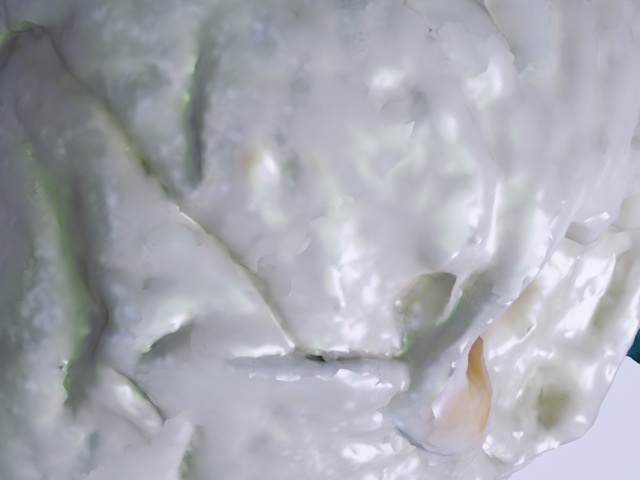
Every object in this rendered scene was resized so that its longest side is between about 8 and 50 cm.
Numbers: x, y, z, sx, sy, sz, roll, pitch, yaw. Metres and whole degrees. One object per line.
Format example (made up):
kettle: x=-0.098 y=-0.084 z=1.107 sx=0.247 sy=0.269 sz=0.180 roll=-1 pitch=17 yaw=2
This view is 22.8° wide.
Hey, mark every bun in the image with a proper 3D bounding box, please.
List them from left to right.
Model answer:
bun: x=0.000 y=0.000 z=0.631 sx=0.352 sy=0.227 sz=0.349 roll=-32 pitch=142 yaw=-18

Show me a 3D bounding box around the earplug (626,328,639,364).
earplug: x=0.271 y=-0.006 z=0.993 sx=0.280 sy=0.164 sz=0.257 roll=-25 pitch=175 yaw=-12
